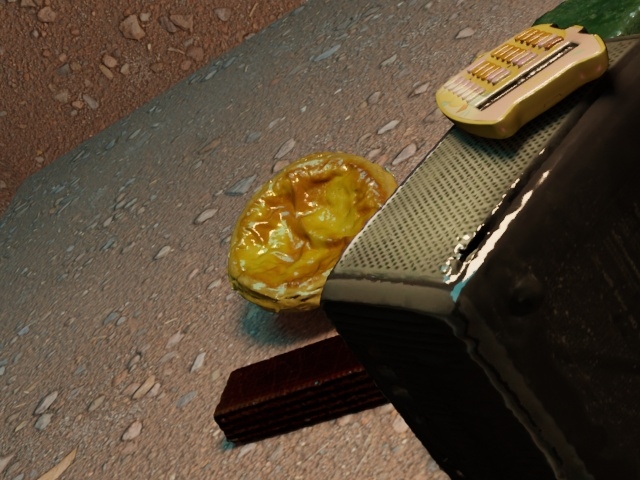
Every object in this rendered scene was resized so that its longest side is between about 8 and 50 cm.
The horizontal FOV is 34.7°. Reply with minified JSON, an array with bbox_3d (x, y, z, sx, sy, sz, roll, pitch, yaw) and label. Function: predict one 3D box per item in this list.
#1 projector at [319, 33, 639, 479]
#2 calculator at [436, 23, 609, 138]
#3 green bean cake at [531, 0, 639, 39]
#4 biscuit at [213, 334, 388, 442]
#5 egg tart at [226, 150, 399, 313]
[{"bbox_3d":[0.265,0.059,1.040,0.405,0.395,0.242,-47,26,-24],"label":"projector"},{"bbox_3d":[0.194,-0.162,1.018,0.157,0.033,0.236,-34,20,5],"label":"calculator"},{"bbox_3d":[0.479,-0.286,1.636,0.300,0.169,0.308,-19,31,37],"label":"green bean cake"},{"bbox_3d":[0.008,0.204,1.513,0.388,0.073,0.107,-22,27,30],"label":"biscuit"},{"bbox_3d":[0.001,0.000,1.746,0.341,0.132,0.341,-17,51,22],"label":"egg tart"}]
